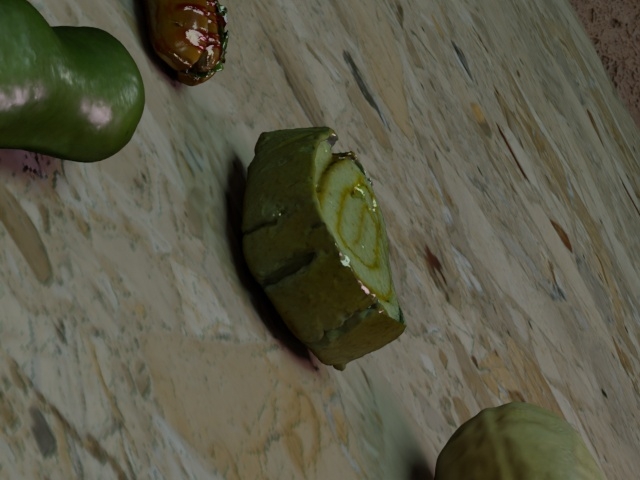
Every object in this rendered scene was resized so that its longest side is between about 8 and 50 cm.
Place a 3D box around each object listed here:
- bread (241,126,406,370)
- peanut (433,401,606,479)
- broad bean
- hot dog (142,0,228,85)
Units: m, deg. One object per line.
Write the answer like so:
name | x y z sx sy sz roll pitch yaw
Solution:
bread | 0.000 0.000 1.091 0.117 0.064 0.156 60 15 -28
peanut | 0.124 0.212 1.085 0.274 0.111 0.125 -87 162 -53
broad bean | -0.151 -0.062 0.750 0.098 0.056 0.318 69 22 -3
hot dog | -0.083 -0.152 1.110 0.062 0.038 0.144 46 23 -44
